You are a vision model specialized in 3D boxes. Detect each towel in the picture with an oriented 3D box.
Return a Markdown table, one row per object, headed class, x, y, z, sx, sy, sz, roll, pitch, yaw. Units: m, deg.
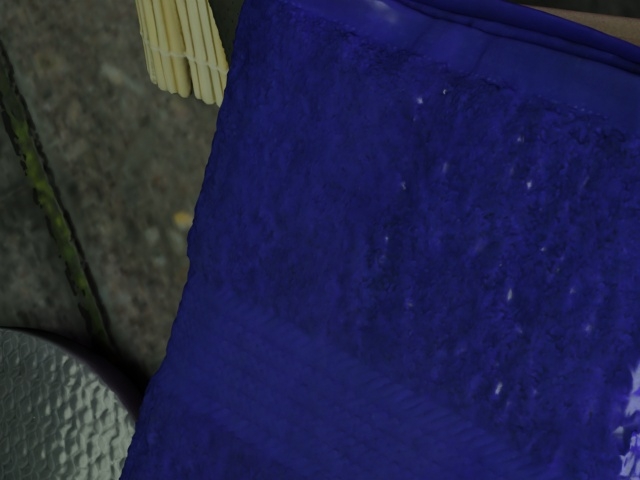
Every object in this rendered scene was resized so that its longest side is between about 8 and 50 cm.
| class | x | y | z | sx | sy | sz | roll | pitch | yaw |
| --- | --- | --- | --- | --- | --- | --- | --- | --- | --- |
| towel | 0.030 | 0.080 | 0.601 | 0.228 | 0.076 | 0.308 | 26 | 104 | 45 |

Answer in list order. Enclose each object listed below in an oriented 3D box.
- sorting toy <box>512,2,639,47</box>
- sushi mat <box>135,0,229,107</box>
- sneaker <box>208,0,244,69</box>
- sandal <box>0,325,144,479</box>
| class | x | y | z | sx | sy | sz | roll | pitch | yaw |
| --- | --- | --- | --- | --- | --- | --- | --- | --- | --- |
| sorting toy | 0.111 | 0.013 | 0.661 | 0.196 | 0.047 | 0.347 | 7 | 91 | 1 |
| sushi mat | -0.033 | -0.154 | 0.720 | 0.151 | 0.019 | 0.316 | 24 | 143 | 29 |
| sneaker | 0.000 | 0.000 | 0.707 | 0.228 | 0.132 | 0.086 | 56 | 151 | -14 |
| sandal | -0.165 | 0.080 | 0.930 | 0.254 | 0.054 | 0.097 | 15 | 95 | 35 |
